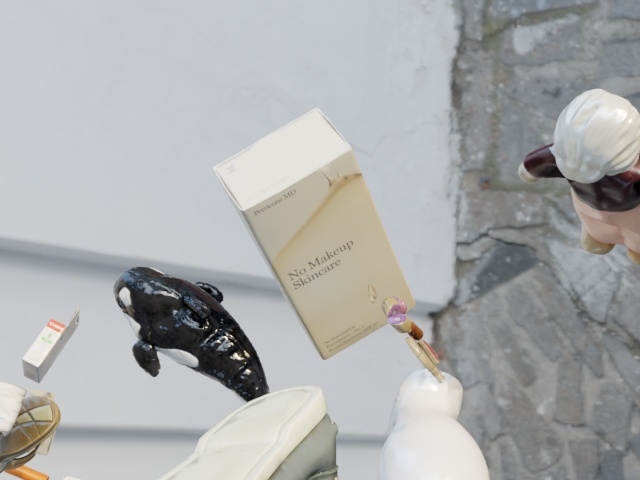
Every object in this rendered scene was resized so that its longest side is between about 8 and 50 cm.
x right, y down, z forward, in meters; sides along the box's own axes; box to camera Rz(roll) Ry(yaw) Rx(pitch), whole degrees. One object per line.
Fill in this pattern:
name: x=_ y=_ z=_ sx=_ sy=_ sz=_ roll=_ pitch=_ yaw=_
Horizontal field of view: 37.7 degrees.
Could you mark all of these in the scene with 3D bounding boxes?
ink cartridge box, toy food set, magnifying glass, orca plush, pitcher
ink cartridge box: x=-0.401 y=0.150 z=1.397 sx=0.115 sy=0.029 sz=0.063 roll=-63 pitch=-2 yaw=-34
toy food set: x=0.098 y=0.096 z=1.027 sx=0.019 sy=0.122 sz=0.078 roll=-39 pitch=10 yaw=9
magnifying glass: x=-0.611 y=0.402 z=1.726 sx=0.092 sy=0.231 sz=0.026 roll=-27 pitch=-43 yaw=-87
orca plush: x=-0.165 y=0.127 z=1.232 sx=0.287 sy=0.151 sz=0.102 roll=54 pitch=157 yaw=18
pitcher: x=0.118 y=0.277 z=1.096 sx=0.207 sy=0.125 sz=0.178 roll=-90 pitch=19 yaw=-64

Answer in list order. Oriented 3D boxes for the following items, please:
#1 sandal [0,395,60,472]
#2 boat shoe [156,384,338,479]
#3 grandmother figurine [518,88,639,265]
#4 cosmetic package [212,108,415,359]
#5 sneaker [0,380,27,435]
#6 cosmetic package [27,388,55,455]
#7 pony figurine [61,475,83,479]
sandal: x=-0.376 y=0.253 z=1.144 sx=0.180 sy=0.049 sz=0.072 roll=-40 pitch=46 yaw=16
boat shoe: x=-0.073 y=0.207 z=0.650 sx=0.116 sy=0.319 sz=0.099 roll=-12 pitch=101 yaw=30
grandmother figurine: x=0.322 y=-0.067 z=1.053 sx=0.207 sy=0.342 sz=0.104 roll=7 pitch=74 yaw=23
cosmetic package: x=0.000 y=0.000 z=1.243 sx=0.160 sy=0.309 sz=0.113 roll=-31 pitch=44 yaw=-4
sneaker: x=-0.415 y=0.190 z=1.080 sx=0.152 sy=0.054 sz=0.061 roll=2 pitch=69 yaw=19
cosmetic package: x=-0.454 y=0.292 z=1.509 sx=0.060 sy=0.041 sz=0.115 roll=-70 pitch=23 yaw=11
pony figurine: x=-0.408 y=0.334 z=0.858 sx=0.351 sy=0.302 sz=0.363 roll=-66 pitch=2 yaw=-58
